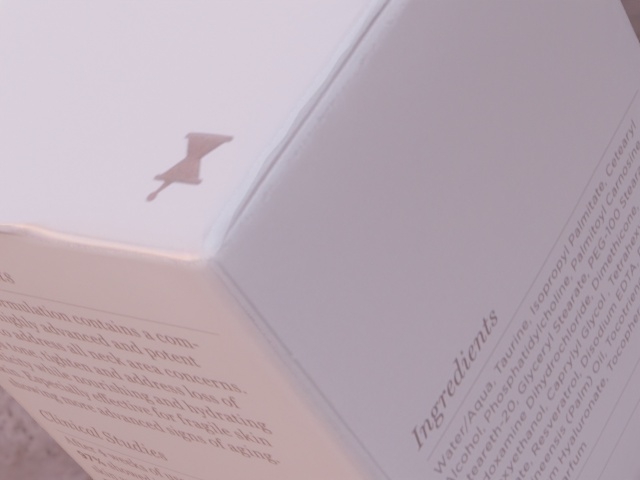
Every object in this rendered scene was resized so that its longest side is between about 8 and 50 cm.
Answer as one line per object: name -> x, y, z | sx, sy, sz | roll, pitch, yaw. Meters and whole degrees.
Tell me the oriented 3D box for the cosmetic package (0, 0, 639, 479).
cosmetic package -> 0.000, 0.000, 0.926 | 0.329, 0.393, 0.327 | 9, 55, 42
